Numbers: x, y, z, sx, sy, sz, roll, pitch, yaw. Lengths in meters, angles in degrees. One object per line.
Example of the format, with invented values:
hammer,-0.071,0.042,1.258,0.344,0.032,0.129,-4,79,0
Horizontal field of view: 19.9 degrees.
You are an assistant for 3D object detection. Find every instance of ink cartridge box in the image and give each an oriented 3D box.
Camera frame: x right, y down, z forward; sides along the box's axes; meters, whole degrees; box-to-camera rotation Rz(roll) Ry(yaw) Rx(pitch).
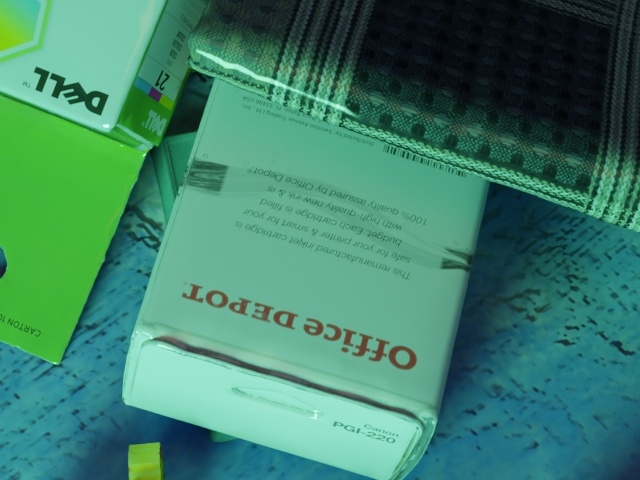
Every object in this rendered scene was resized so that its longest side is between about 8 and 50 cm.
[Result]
ink cartridge box,-0.181,-0.085,0.975,0.188,0.097,0.255,21,88,9
ink cartridge box,0.000,0.000,0.968,0.158,0.092,0.218,17,58,-2

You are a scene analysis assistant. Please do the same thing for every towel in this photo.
towel,0.105,-0.134,1.013,0.312,0.056,0.324,18,41,0

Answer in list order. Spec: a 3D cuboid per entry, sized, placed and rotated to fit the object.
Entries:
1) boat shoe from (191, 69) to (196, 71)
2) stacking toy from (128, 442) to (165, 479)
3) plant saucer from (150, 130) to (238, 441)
boat shoe,-0.103,-0.127,1.059,0.227,0.081,0.069,2,65,8
stacking toy,-0.153,0.185,0.863,0.167,0.052,0.221,-5,35,-3
plant saucer,-0.047,0.017,1.018,0.067,0.018,0.192,-11,64,-6
